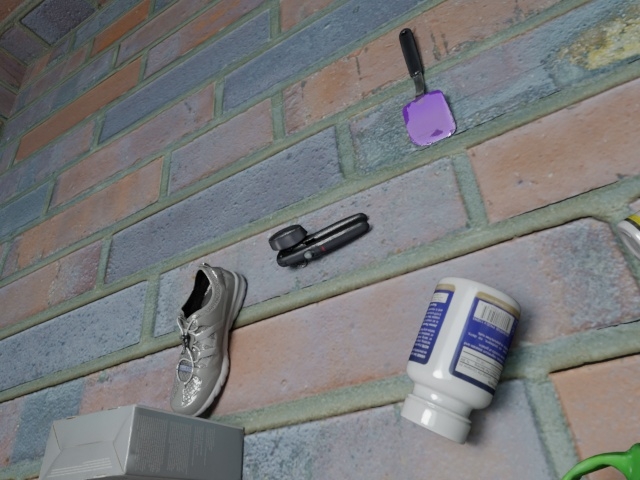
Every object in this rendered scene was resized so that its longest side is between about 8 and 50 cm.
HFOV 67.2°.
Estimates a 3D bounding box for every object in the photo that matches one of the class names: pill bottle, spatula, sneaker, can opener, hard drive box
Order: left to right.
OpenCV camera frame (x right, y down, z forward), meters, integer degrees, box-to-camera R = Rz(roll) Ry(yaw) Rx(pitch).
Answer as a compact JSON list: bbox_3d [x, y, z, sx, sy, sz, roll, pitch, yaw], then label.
[{"bbox_3d":[-0.260,0.326,0.736,0.181,0.232,0.089,-18,55,25],"label":"hard drive box"},{"bbox_3d":[-0.229,0.173,0.877,0.105,0.115,0.281,-7,61,31],"label":"sneaker"},{"bbox_3d":[0.000,0.000,0.860,0.186,0.073,0.059,-17,48,15],"label":"can opener"},{"bbox_3d":[0.185,-0.306,0.921,0.084,0.030,0.297,-22,54,25],"label":"spatula"},{"bbox_3d":[0.174,0.151,0.617,0.112,0.112,0.187,14,73,39],"label":"pill bottle"},{"bbox_3d":[0.427,-0.025,0.575,0.116,0.065,0.065,-35,50,13],"label":"pill bottle"}]

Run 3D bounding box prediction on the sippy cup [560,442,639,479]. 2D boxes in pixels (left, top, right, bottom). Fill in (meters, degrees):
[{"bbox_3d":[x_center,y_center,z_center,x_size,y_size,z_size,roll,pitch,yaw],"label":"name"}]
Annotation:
[{"bbox_3d":[0.344,0.306,0.355,0.305,0.240,0.224,168,118,-75],"label":"sippy cup"}]
